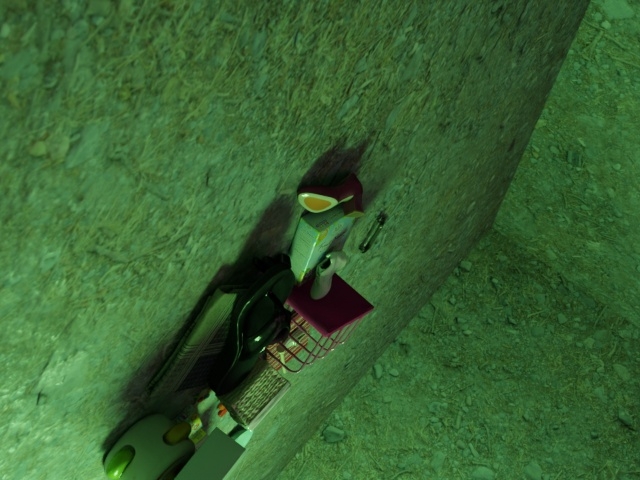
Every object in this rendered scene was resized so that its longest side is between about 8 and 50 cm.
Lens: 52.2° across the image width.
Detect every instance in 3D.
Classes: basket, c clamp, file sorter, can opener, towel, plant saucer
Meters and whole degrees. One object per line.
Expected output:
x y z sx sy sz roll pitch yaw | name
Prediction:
-0.184 0.403 1.752 0.167 0.113 0.103 -47 118 -21 | basket
0.166 -0.019 2.134 0.137 0.022 0.160 -28 149 -61 | c clamp
-0.028 0.217 1.823 0.182 0.202 0.291 -57 161 23 | file sorter
-0.118 0.064 1.573 0.059 0.073 0.186 -16 165 17 | can opener
-0.247 0.227 1.573 0.324 0.056 0.312 -54 159 11 | towel
-0.319 0.736 2.329 0.195 0.037 0.195 -44 159 -22 | plant saucer
-0.106 0.319 2.086 0.199 0.031 0.274 -38 155 -31 | towel

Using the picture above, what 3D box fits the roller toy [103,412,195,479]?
-0.404 0.530 1.578 0.209 0.146 0.191 -40 159 -34 | roller toy

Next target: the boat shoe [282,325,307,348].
-0.080 0.310 2.033 0.100 0.035 0.035 -41 156 -26 | boat shoe

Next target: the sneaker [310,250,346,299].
0.007 0.088 1.693 0.061 0.054 0.152 5 121 -50 | sneaker

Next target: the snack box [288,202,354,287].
0.000 0.000 1.690 0.174 0.070 0.207 -34 153 -42 | snack box

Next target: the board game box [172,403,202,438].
-0.380 0.520 1.806 0.103 0.026 0.154 -43 160 -25 | board game box

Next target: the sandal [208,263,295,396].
-0.141 0.231 1.563 0.168 0.107 0.445 -27 150 -46 | sandal

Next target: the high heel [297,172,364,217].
0.023 -0.129 1.561 0.082 0.117 0.244 -24 159 39 | high heel

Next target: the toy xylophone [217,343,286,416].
-0.205 0.413 1.938 0.236 0.081 0.322 -41 159 -29 | toy xylophone

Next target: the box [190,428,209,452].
-0.410 0.702 1.927 0.214 0.117 0.243 -37 156 -38 | box

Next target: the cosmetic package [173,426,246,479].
-0.307 0.611 1.606 0.284 0.097 0.377 -52 173 -20 | cosmetic package

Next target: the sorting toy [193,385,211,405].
-0.325 0.427 1.789 0.062 0.012 0.083 -59 161 21 | sorting toy
